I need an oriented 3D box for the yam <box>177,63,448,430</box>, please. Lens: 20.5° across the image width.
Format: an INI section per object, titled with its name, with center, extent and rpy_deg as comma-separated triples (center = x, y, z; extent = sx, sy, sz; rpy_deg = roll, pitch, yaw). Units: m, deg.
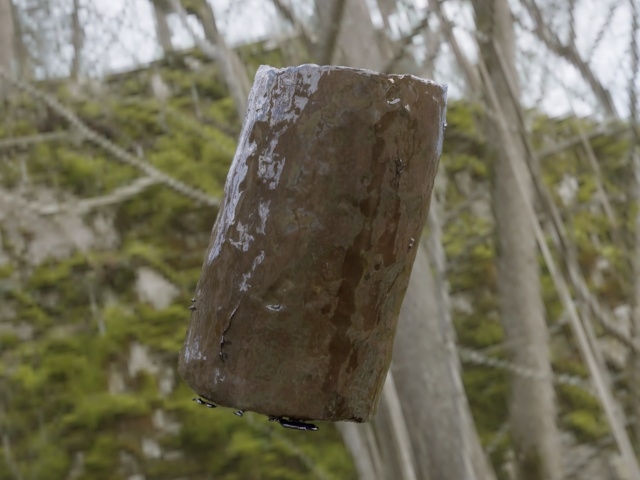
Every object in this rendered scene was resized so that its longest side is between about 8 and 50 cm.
[yam]
center = -0.003, 0.000, 0.631
extent = 0.084, 0.127, 0.084
rpy_deg = 11, 0, 0
